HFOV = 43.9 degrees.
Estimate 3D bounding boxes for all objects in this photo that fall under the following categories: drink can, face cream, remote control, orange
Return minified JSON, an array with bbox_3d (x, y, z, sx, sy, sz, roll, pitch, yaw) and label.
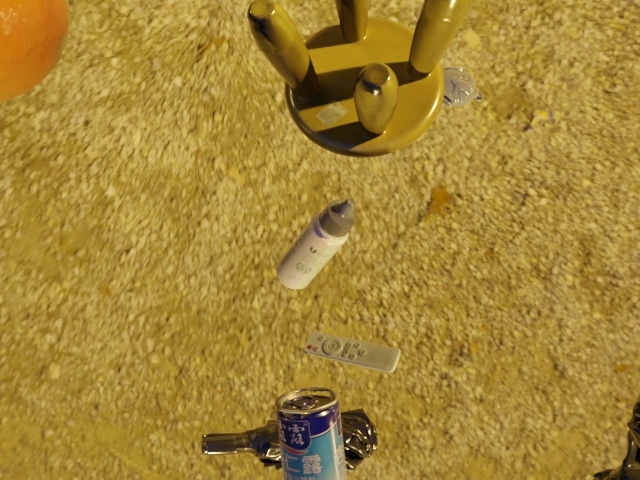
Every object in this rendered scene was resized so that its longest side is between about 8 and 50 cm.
[{"bbox_3d":[-0.008,0.340,1.155,0.097,0.097,0.235,-6,99,-5],"label":"drink can"},{"bbox_3d":[0.000,0.000,1.756,0.092,0.092,0.311,25,140,-14],"label":"face cream"},{"bbox_3d":[0.058,0.209,1.474,0.184,0.050,0.027,9,143,25],"label":"remote control"},{"bbox_3d":[-0.480,-0.316,1.109,0.274,0.310,0.274,-14,112,-40],"label":"orange"}]

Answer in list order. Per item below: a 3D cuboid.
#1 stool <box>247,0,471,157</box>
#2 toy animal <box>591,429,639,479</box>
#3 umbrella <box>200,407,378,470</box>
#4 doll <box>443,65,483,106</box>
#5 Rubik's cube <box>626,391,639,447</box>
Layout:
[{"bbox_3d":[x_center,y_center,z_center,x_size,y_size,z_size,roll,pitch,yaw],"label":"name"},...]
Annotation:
[{"bbox_3d":[0.026,-0.125,0.507,0.134,0.110,0.135,-9,69,0],"label":"stool"},{"bbox_3d":[0.469,0.284,1.085,0.245,0.146,0.114,-46,78,9],"label":"toy animal"},{"bbox_3d":[-0.056,0.383,1.511,0.340,0.118,0.118,2,107,-16],"label":"umbrella"},{"bbox_3d":[0.271,-0.343,1.724,0.180,0.079,0.094,21,85,-8],"label":"doll"},{"bbox_3d":[0.409,0.147,0.532,0.246,0.250,0.248,-33,100,-27],"label":"Rubik's cube"}]
